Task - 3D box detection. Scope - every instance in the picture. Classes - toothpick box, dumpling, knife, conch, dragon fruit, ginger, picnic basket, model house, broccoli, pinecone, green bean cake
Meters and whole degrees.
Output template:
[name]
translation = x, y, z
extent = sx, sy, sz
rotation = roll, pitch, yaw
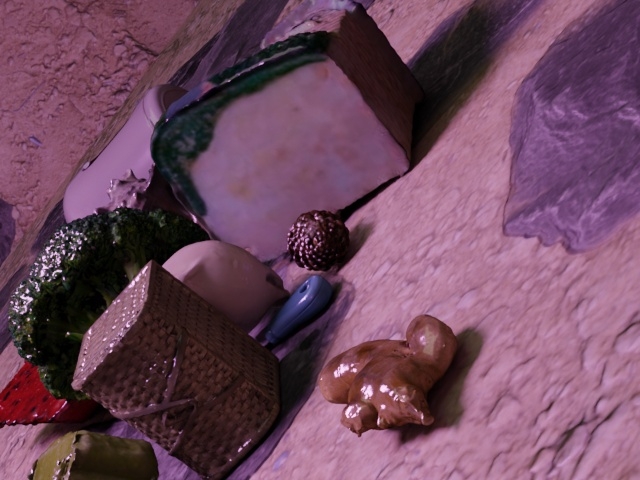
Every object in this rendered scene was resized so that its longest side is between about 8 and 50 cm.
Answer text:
[toothpick box]
translation = -0.286, -0.075, 2.296
extent = 0.316, 0.229, 0.229
rotation = -45, 18, 22
[dumpling]
translation = -0.138, 0.064, 1.654
extent = 0.155, 0.181, 0.111
rotation = -5, 54, 43
[knife]
translation = -0.068, 0.120, 1.649
extent = 0.244, 0.032, 0.058
rotation = -44, 21, 33
[conch]
translation = -0.225, -0.041, 2.003
extent = 0.186, 0.241, 0.313
rotation = 44, 110, 37
[dragon fruit]
translation = -0.363, 0.196, 2.080
extent = 0.343, 0.100, 0.282
rotation = -14, 38, 57
[ginger]
translation = 0.050, 0.132, 1.270
extent = 0.214, 0.059, 0.133
rotation = -23, 28, 52
[picnic basket]
translation = -0.156, 0.150, 1.511
extent = 0.134, 0.196, 0.154
rotation = -44, 19, 17
[model house]
translation = -0.031, -0.167, 1.790
extent = 0.298, 0.243, 0.284
rotation = -27, 22, 28
[broccoli]
translation = -0.244, 0.100, 1.801
extent = 0.297, 0.297, 0.297
rotation = -50, 58, 2
[pinecone]
translation = 0.000, 0.000, 1.647
extent = 0.077, 0.077, 0.083
rotation = -48, -8, 9
[green bean cake]
translation = -0.261, 0.317, 1.484
extent = 0.200, 0.113, 0.214
rotation = 147, 136, -60
